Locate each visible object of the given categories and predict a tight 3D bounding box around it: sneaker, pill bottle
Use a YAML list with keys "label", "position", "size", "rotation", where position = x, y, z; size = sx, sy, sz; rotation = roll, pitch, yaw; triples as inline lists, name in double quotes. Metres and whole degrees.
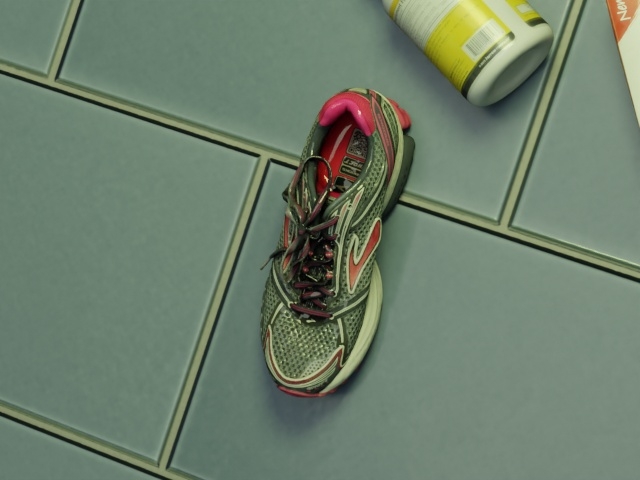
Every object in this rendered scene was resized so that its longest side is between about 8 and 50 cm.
- label: "sneaker"
  position: [0.000, 0.000, 1.705]
  size: [0.121, 0.112, 0.299]
  rotation: [11, 90, 18]
- label: "pill bottle"
  position: [0.124, -0.221, 1.689]
  size: [0.103, 0.103, 0.184]
  rotation: [-43, 75, 10]

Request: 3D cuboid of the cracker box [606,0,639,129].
- label: "cracker box"
  position: [0.388, -0.179, 1.622]
  size: [0.232, 0.067, 0.155]
  rotation: [-16, 81, 16]
